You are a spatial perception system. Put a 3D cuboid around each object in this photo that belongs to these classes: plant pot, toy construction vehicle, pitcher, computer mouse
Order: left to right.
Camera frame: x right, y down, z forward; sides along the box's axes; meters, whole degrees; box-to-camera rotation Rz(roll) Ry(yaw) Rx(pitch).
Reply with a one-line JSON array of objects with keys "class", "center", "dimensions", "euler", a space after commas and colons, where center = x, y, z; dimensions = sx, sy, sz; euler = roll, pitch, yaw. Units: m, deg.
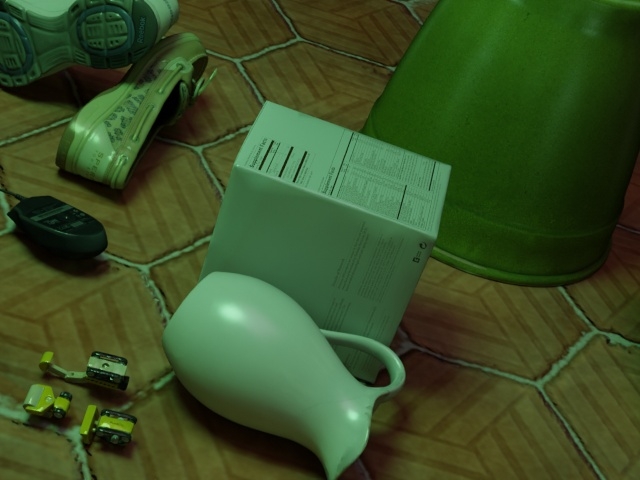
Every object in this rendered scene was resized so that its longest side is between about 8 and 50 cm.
[{"class": "computer mouse", "center": [-0.324, -0.034, 1.245], "dimensions": [0.242, 0.041, 0.071], "euler": [26, 26, 21]}, {"class": "toy construction vehicle", "center": [-0.209, 0.141, 1.060], "dimensions": [0.098, 0.035, 0.086], "euler": [13, 46, -5]}, {"class": "pitcher", "center": [-0.028, 0.111, 1.113], "dimensions": [0.207, 0.125, 0.178], "euler": [36, 35, 7]}, {"class": "plant pot", "center": [0.258, -0.194, 1.467], "dimensions": [0.367, 0.353, 0.366], "euler": [13, 35, -10]}]

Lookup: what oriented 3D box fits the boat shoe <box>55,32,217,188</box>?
[{"class": "boat shoe", "center": [-0.201, -0.150, 1.414], "dimensions": [0.089, 0.104, 0.285], "euler": [30, 45, 7]}]

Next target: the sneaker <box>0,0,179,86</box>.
[{"class": "sneaker", "center": [-0.303, -0.251, 1.439], "dimensions": [0.297, 0.111, 0.129], "euler": [3, 21, 23]}]

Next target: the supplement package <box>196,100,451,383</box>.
[{"class": "supplement package", "center": [0.000, 0.000, 1.210], "dimensions": [0.203, 0.194, 0.149], "euler": [20, 34, -1]}]
